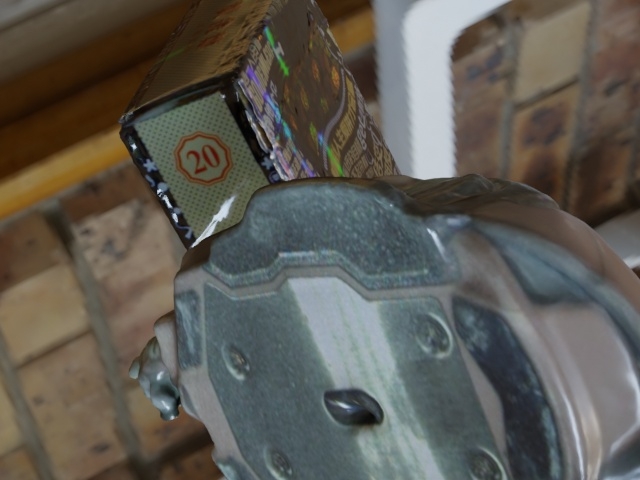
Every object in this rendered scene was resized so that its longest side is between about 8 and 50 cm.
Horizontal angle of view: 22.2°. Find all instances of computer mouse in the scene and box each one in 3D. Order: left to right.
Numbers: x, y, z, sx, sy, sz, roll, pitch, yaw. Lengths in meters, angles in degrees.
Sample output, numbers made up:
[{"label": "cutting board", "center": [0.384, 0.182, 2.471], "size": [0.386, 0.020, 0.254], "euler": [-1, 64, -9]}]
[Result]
[{"label": "computer mouse", "center": [0.030, 0.059, 0.743], "size": [0.389, 0.115, 0.199], "euler": [-9, 100, 56]}]

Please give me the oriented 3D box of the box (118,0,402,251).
[{"label": "box", "center": [0.000, 0.000, 1.043], "size": [0.310, 0.084, 0.198], "euler": [62, -158, -23]}]
